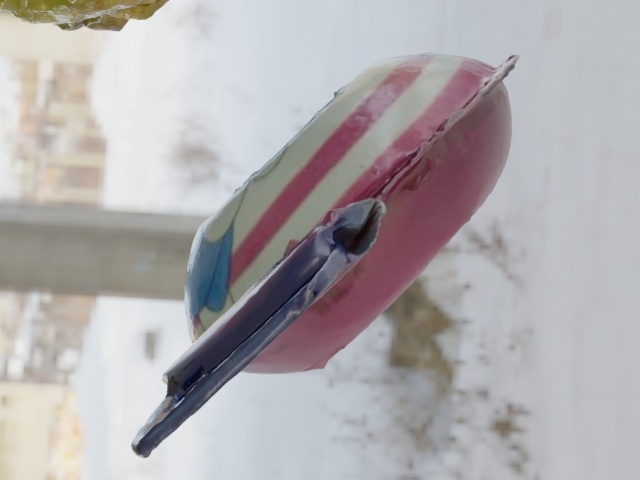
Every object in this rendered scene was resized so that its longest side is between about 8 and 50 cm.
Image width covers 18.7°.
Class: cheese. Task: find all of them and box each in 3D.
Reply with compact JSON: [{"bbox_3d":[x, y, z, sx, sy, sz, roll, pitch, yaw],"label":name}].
[{"bbox_3d":[0.000,0.000,0.604,0.155,0.062,0.244,-44,2,22],"label":"cheese"}]

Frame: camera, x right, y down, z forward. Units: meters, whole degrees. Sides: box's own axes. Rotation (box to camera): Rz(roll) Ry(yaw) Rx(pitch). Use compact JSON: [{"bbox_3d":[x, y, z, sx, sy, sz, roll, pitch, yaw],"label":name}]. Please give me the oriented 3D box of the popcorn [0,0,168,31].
[{"bbox_3d":[-0.151,-0.217,1.200,0.155,0.198,0.197,0,-86,-69],"label":"popcorn"}]
